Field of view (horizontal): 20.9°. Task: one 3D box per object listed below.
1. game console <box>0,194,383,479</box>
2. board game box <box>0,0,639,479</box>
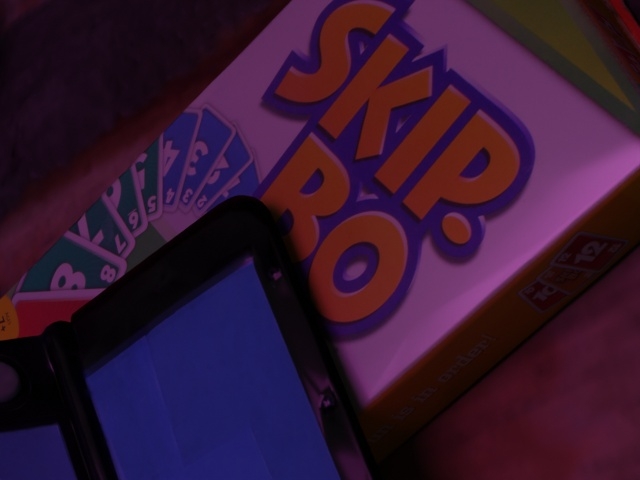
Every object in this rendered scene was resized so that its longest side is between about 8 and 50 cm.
[{"bbox_3d":[-0.060,0.070,0.457,0.085,0.124,0.144,-59,46,47],"label":"game console"},{"bbox_3d":[0.000,0.000,0.501,0.259,0.039,0.124,-42,55,21],"label":"board game box"}]
